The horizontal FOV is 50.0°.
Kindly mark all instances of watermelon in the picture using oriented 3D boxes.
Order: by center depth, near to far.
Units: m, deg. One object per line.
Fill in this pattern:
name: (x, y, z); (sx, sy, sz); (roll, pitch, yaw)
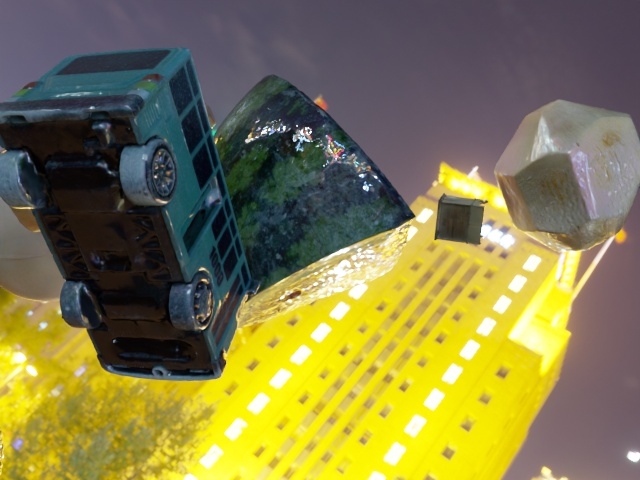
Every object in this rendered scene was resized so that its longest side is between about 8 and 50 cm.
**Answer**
watermelon: (-0.012, 0.008, 0.778); (0.293, 0.283, 0.250); (30, 19, -19)

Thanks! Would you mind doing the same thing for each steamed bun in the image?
steamed bun: (-0.522, -0.046, 1.389); (0.334, 0.374, 0.333); (6, -61, 10)

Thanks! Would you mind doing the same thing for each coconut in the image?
coconut: (0.390, -0.110, 1.077); (0.237, 0.237, 0.197); (51, -10, -13)

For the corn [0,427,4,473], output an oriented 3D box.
corn: (-0.441, 0.166, 0.799); (0.288, 0.087, 0.086); (66, -27, 10)

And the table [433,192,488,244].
table: (0.255, -0.038, 1.242); (0.083, 0.062, 0.079); (9, -72, 17)

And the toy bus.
toy bus: (-0.143, -0.016, 0.562); (0.128, 0.147, 0.256); (1, -53, 15)

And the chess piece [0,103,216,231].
chess piece: (-0.296, -0.124, 0.987); (0.137, 0.301, 0.137); (-22, 90, -90)
